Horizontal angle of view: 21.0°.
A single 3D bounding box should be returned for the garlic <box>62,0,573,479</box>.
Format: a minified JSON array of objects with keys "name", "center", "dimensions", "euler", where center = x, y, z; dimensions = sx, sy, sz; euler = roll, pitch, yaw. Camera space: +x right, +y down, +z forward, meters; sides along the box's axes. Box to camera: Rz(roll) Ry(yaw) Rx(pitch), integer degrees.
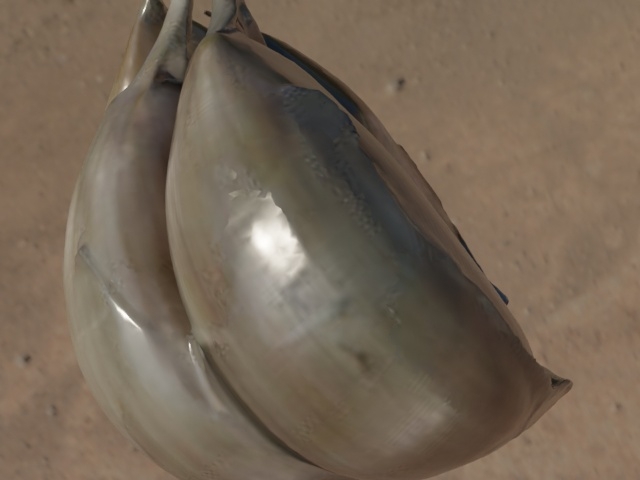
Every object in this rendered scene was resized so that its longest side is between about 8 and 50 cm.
[{"name":"garlic","center":[0.000,0.000,0.756],"dimensions":[0.210,0.292,0.237],"euler":[-28,25,39]}]
